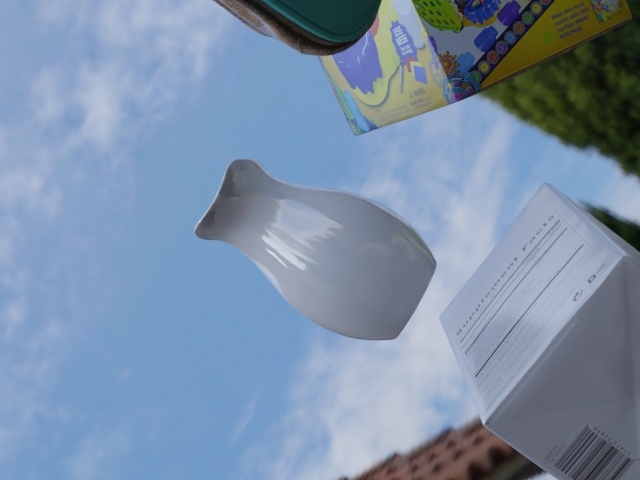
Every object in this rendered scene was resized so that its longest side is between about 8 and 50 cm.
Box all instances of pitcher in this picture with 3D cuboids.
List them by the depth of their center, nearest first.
[{"bbox_3d":[0.000,0.000,1.228,0.125,0.207,0.178,-61,0,14],"label":"pitcher"}]

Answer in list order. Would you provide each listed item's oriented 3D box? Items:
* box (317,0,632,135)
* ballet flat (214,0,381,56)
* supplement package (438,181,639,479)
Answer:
[{"bbox_3d":[0.088,-0.265,1.173,0.177,0.279,0.290,-26,5,-14],"label":"box"},{"bbox_3d":[-0.099,-0.209,0.743,0.316,0.106,0.107,39,-96,-31],"label":"ballet flat"},{"bbox_3d":[0.237,0.092,1.143,0.175,0.177,0.293,-53,9,10],"label":"supplement package"}]
